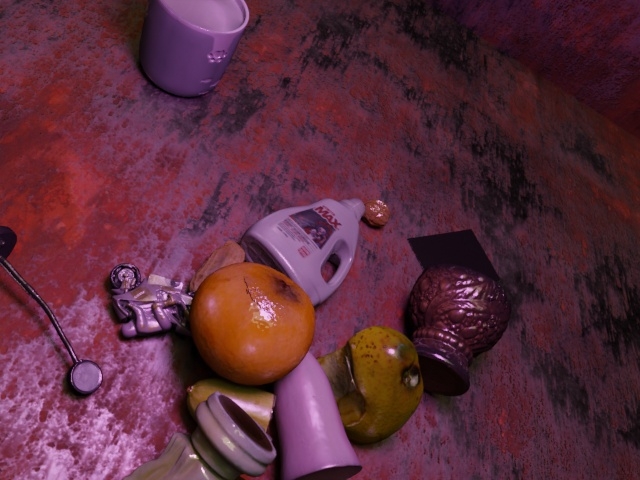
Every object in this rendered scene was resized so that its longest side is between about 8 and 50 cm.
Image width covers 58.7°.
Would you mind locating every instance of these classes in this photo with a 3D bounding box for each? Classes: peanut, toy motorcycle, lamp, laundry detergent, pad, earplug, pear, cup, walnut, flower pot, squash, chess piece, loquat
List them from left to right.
[{"bbox_3d":[-0.565,0.150,1.139,0.371,0.108,0.130,54,35,-7],"label":"lamp"},{"bbox_3d":[-0.364,0.148,1.229,0.225,0.073,0.152,24,65,-9],"label":"toy motorcycle"},{"bbox_3d":[-0.237,0.433,1.022,0.298,0.176,0.176,-43,85,-6],"label":"chess piece"},{"bbox_3d":[-0.352,-0.603,1.634,0.259,0.274,0.357,34,47,-7],"label":"cup"},{"bbox_3d":[-0.239,0.074,1.354,0.093,0.083,0.194,28,48,7],"label":"peanut"},{"bbox_3d":[-0.190,0.346,1.170,0.186,0.123,0.123,23,50,-13],"label":"squash"},{"bbox_3d":[-0.142,0.169,1.179,0.263,0.263,0.263,16,52,-21],"label":"loquat"},{"bbox_3d":[-0.034,0.364,1.232,0.172,0.172,0.301,4,52,-29],"label":"earplug"},{"bbox_3d":[0.000,0.000,1.527,0.264,0.125,0.398,47,46,8],"label":"laundry detergent"},{"bbox_3d":[0.121,0.327,1.281,0.164,0.255,0.238,-7,67,-36],"label":"pear"},{"bbox_3d":[0.164,-0.084,1.711,0.096,0.082,0.079,36,20,-3],"label":"walnut"},{"bbox_3d":[0.330,0.240,1.476,0.266,0.266,0.267,35,59,-5],"label":"flower pot"},{"bbox_3d":[0.428,0.062,1.813,0.300,0.005,0.202,-9,63,-35],"label":"pad"}]

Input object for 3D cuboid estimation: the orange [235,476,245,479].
[{"bbox_3d":[-0.172,0.497,1.097,0.085,0.085,0.095,-33,90,-41],"label":"orange"}]
